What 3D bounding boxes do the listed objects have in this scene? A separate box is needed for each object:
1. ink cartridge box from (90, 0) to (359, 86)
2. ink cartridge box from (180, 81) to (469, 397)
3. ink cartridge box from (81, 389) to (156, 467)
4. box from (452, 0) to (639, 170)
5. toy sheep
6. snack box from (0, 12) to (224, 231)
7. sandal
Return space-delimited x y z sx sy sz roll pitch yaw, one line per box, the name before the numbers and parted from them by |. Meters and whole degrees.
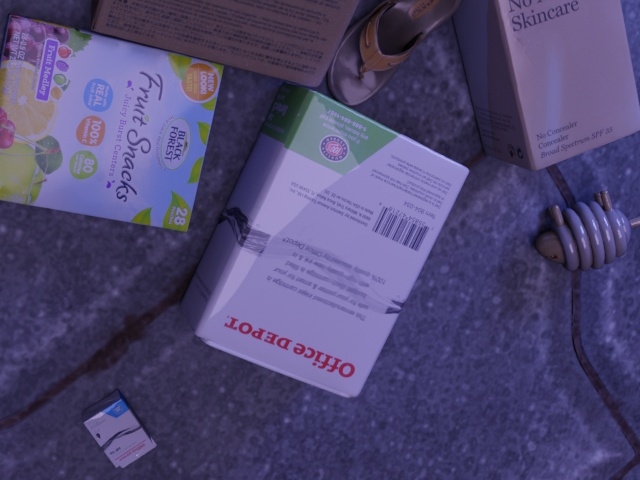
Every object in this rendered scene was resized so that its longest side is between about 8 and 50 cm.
ink cartridge box | -0.078 -0.265 0.936 0.234 0.088 0.193 12 130 -21
ink cartridge box | 0.000 0.000 1.057 0.198 0.115 0.273 24 95 -22
ink cartridge box | -0.216 0.210 1.087 0.048 0.028 0.083 -33 112 -7
box | 0.226 -0.249 1.063 0.148 0.121 0.311 -22 110 -11
toy sheep | 0.317 -0.009 1.177 0.132 0.091 0.091 -17 110 6
snack box | -0.216 -0.113 0.981 0.207 0.070 0.175 9 100 -22
sandal | 0.075 -0.211 1.045 0.180 0.049 0.072 -40 106 18
